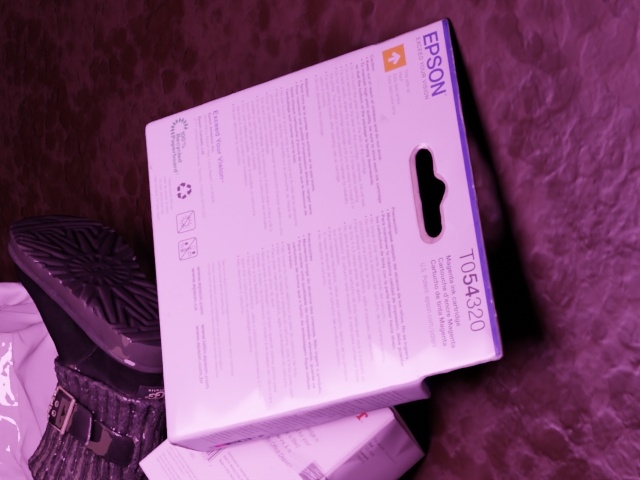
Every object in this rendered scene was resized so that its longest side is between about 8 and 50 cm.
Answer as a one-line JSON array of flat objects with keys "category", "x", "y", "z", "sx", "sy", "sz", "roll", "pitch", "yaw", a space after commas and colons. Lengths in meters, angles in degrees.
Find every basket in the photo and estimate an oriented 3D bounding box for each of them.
[{"category": "basket", "x": -0.484, "y": 0.234, "z": 1.852, "sx": 0.266, "sy": 0.328, "sz": 0.331, "roll": -13, "pitch": 83, "yaw": 59}]

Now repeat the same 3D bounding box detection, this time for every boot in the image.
[{"category": "boot", "x": -0.280, "y": 0.147, "z": 1.606, "sx": 0.348, "sy": 0.131, "sz": 0.260, "roll": 44, "pitch": 127, "yaw": 44}]

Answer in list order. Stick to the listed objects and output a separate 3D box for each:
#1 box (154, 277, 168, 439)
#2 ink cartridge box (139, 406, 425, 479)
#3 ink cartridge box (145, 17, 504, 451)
[{"category": "box", "x": -0.126, "y": 0.144, "z": 1.551, "sx": 0.216, "sy": 0.060, "sz": 0.270, "roll": 44, "pitch": 127, "yaw": 45}, {"category": "ink cartridge box", "x": -0.036, "y": 0.205, "z": 1.297, "sx": 0.219, "sy": 0.092, "sz": 0.160, "roll": -40, "pitch": 47, "yaw": -3}, {"category": "ink cartridge box", "x": 0.000, "y": 0.000, "z": 1.251, "sx": 0.330, "sy": 0.071, "sz": 0.324, "roll": -16, "pitch": 66, "yaw": 23}]
